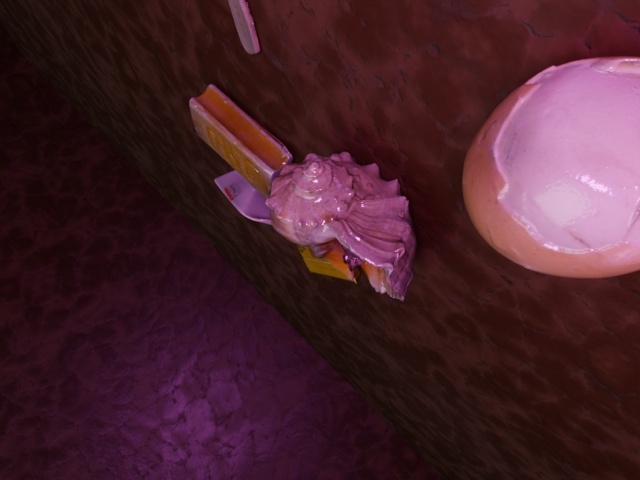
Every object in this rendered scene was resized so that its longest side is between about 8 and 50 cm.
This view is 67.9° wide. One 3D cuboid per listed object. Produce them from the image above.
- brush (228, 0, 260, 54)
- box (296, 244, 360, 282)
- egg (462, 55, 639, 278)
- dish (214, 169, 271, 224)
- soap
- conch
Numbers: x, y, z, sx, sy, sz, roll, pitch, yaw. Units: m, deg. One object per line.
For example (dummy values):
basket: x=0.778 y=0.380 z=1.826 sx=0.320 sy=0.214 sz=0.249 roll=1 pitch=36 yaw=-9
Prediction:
brush: x=-0.157 y=-0.454 z=0.774 sx=0.085 sy=0.020 sz=0.337 roll=33 pitch=156 yaw=32
box: x=0.000 y=-0.001 z=1.243 sx=0.152 sy=0.041 sz=0.279 roll=9 pitch=141 yaw=32
egg: x=0.244 y=-0.062 z=0.468 sx=0.201 sy=0.201 sz=0.244 roll=47 pitch=169 yaw=-2
dish: x=-0.170 y=-0.117 z=1.272 sx=0.154 sy=0.064 sz=0.234 roll=15 pitch=-156 yaw=-45
soap: x=-0.189 y=-0.233 z=1.161 sx=0.274 sy=0.089 sz=0.173 roll=42 pitch=162 yaw=11
conch: x=0.074 y=-0.030 z=0.884 sx=0.297 sy=0.210 sz=0.352 roll=42 pitch=-175 yaw=35
